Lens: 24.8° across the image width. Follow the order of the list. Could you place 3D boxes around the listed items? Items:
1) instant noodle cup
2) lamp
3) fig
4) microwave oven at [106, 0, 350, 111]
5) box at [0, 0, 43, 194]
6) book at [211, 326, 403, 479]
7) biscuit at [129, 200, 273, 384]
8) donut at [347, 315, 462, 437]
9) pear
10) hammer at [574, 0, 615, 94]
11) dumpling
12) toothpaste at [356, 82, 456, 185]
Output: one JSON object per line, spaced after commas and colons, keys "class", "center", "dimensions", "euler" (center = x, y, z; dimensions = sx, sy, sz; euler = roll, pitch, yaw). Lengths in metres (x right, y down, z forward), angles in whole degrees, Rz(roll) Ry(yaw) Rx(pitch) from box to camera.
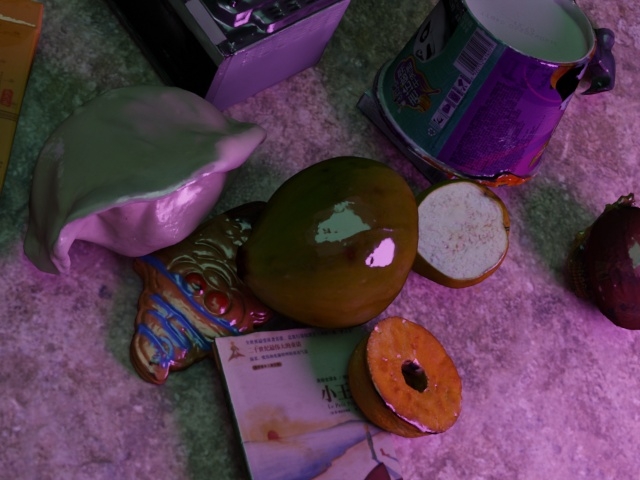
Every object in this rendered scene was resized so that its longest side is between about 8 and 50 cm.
{"class": "instant noodle cup", "center": [0.218, -0.220, 1.838], "dimensions": [0.251, 0.190, 0.251], "euler": [16, 43, -16]}
{"class": "lamp", "center": [0.381, 0.037, 1.840], "dimensions": [0.135, 0.156, 0.157], "euler": [-12, 25, 16]}
{"class": "fig", "center": [0.000, 0.000, 1.680], "dimensions": [0.225, 0.203, 0.203], "euler": [-5, 66, -31]}
{"class": "microwave oven", "center": [-0.140, -0.340, 1.822], "dimensions": [0.237, 0.181, 0.295], "euler": [-30, 77, -27]}
{"class": "box", "center": [-0.434, -0.171, 1.701], "dimensions": [0.174, 0.076, 0.274], "euler": [13, 61, -14]}
{"class": "book", "center": [-0.003, 0.237, 1.653], "dimensions": [0.201, 0.026, 0.289], "euler": [-4, 67, -31]}
{"class": "biscuit", "center": [-0.128, 0.055, 1.717], "dimensions": [0.183, 0.043, 0.280], "euler": [37, 62, -2]}
{"class": "donut", "center": [0.095, 0.163, 1.700], "dimensions": [0.152, 0.058, 0.151], "euler": [22, 52, -31]}
{"class": "pear", "center": [0.166, -0.005, 1.805], "dimensions": [0.141, 0.104, 0.141], "euler": [0, 78, 2]}
{"class": "hammer", "center": [0.331, -0.303, 1.937], "dimensions": [0.290, 0.037, 0.137], "euler": [47, 39, -45]}
{"class": "dumpling", "center": [-0.198, -0.086, 1.645], "dimensions": [0.318, 0.243, 0.187], "euler": [-33, 100, -18]}
{"class": "toothpaste", "center": [0.119, -0.136, 1.893], "dimensions": [0.164, 0.034, 0.046], "euler": [46, 56, 7]}
